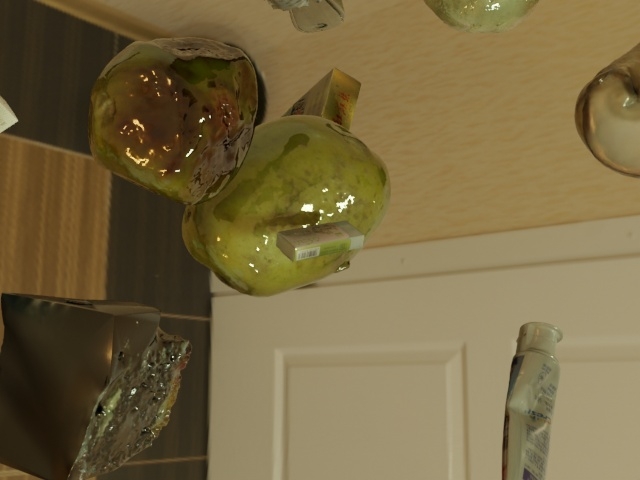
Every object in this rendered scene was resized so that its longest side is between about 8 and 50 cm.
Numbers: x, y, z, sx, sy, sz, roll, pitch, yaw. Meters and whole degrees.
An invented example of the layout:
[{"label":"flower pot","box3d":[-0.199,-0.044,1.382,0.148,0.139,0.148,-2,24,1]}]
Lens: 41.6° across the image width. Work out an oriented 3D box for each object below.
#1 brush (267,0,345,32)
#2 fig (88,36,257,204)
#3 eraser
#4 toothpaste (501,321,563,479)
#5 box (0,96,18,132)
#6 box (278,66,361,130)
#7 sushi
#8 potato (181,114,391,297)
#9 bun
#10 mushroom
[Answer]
[{"label":"brush","box3d":[-0.020,-0.216,0.724,0.327,0.070,0.065,1,73,-80]},{"label":"fig","box3d":[-0.132,-0.097,0.725,0.144,0.165,0.154,10,64,-30]},{"label":"eraser","box3d":[0.000,0.000,0.846,0.083,0.038,0.019,-12,122,-31]},{"label":"toothpaste","box3d":[0.257,0.226,1.037,0.096,0.061,0.266,45,47,-36]},{"label":"box","box3d":[-0.451,-0.134,0.999,0.048,0.152,0.100,50,-7,16]},{"label":"box","box3d":[-0.023,-0.207,1.623,0.071,0.240,0.159,23,62,-22]},{"label":"sushi","box3d":[-0.297,0.191,1.143,0.212,0.215,0.227,0,95,-57]},{"label":"potato","box3d":[-0.037,-0.039,0.959,0.197,0.148,0.228,40,81,-10]},{"label":"bun","box3d":[0.265,-0.447,1.331,0.239,0.141,0.239,0,90,-9]},{"label":"mushroom","box3d":[0.568,-0.225,1.349,0.224,0.313,0.397,51,16,3]}]
